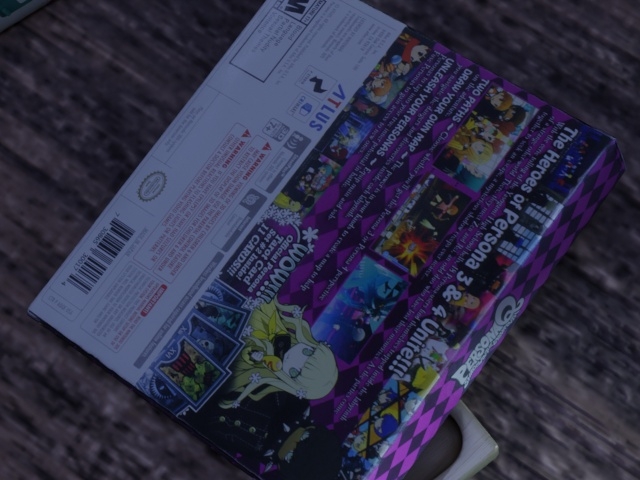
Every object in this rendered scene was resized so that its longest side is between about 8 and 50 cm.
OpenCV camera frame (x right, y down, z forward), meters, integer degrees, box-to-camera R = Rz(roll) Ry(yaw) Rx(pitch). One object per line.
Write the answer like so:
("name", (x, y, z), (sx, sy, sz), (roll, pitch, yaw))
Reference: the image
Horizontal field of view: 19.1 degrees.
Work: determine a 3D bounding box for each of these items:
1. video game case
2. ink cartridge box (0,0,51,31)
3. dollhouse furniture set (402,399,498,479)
("video game case", (0.000, 0.000, 0.943), (0.210, 0.042, 0.232), (32, 80, 29))
("ink cartridge box", (-0.168, -0.200, 1.014), (0.231, 0.078, 0.134), (-33, 76, -4))
("dollhouse furniture set", (0.066, 0.139, 0.888), (0.144, 0.123, 0.151), (-38, 76, -5))
